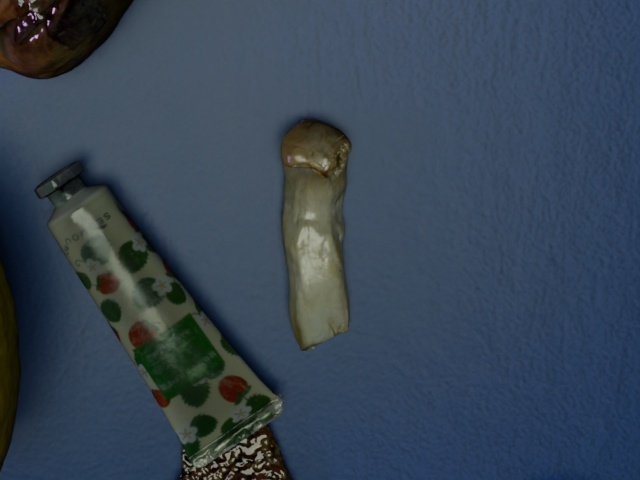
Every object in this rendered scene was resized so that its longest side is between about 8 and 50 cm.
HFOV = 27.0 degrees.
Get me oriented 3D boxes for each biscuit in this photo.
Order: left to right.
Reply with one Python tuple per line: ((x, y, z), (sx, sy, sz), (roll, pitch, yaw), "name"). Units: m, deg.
((-0.078, 0.251, 1.177), (0.131, 0.026, 0.236), (-22, 103, 0), "biscuit")

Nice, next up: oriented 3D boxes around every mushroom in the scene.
((-0.003, 0.001, 1.117), (0.059, 0.054, 0.202), (-1, 106, -4), "mushroom")

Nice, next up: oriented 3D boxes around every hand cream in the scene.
((-0.142, 0.059, 1.113), (0.095, 0.059, 0.276), (-35, 100, -2), "hand cream")

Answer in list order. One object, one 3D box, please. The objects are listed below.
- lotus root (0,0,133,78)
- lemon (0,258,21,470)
((-0.246, -0.236, 0.996), (0.272, 0.192, 0.272), (-2, 108, -7), "lotus root")
((-0.363, 0.085, 1.005), (0.285, 0.285, 0.316), (-25, 111, 3), "lemon")
